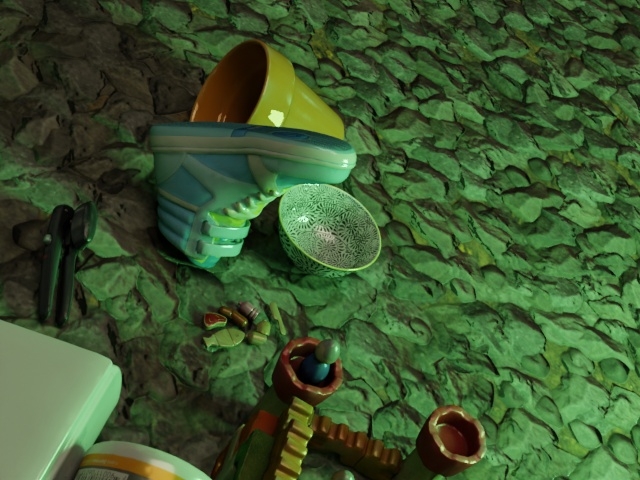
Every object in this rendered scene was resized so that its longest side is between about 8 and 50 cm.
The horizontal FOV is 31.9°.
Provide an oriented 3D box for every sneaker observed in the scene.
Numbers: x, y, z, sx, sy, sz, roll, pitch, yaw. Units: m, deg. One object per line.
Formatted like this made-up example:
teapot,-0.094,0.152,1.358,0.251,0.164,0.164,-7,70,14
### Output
sneaker,-0.097,-0.056,1.574,0.319,0.208,0.127,8,12,29

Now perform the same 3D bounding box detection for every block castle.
block castle,0.021,0.346,1.307,0.303,0.213,0.453,27,43,-8

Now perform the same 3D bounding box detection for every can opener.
can opener,-0.344,0.027,1.482,0.059,0.073,0.186,24,52,-23

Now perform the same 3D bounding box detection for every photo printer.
photo printer,-0.406,0.191,1.209,0.308,0.107,0.256,18,45,8

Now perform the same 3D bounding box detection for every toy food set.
toy food set,-0.114,0.118,1.573,0.122,0.019,0.078,-3,53,-25

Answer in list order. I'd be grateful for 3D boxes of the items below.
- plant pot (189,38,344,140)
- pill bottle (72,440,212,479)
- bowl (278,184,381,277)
plant pot,-0.073,-0.181,1.754,0.188,0.205,0.205,26,40,-33
pill bottle,-0.219,0.361,1.149,0.162,0.162,0.278,26,60,-10
bowl,0.000,0.000,1.704,0.170,0.080,0.170,17,46,-18
